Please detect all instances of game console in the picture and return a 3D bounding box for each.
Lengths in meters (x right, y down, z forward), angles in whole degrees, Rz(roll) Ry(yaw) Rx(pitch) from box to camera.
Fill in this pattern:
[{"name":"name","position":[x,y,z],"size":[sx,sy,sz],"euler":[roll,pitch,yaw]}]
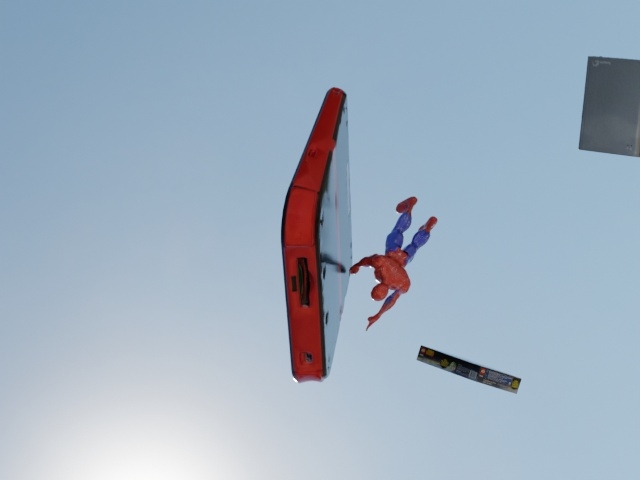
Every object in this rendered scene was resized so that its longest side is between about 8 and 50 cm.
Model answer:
[{"name":"game console","position":[0.000,0.000,2.082],"size":[0.342,0.060,0.386],"euler":[-77,-11,-49]}]

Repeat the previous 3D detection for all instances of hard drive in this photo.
[{"name":"hard drive","position":[0.416,-0.190,1.839],"size":[0.022,0.094,0.135],"euler":[-8,-75,-51]}]

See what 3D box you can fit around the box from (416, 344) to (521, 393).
[{"name":"box","position":[0.225,0.196,1.987],"size":[0.094,0.137,0.027],"euler":[21,-93,-39]}]

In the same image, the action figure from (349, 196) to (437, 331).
[{"name":"action figure","position":[0.111,0.044,2.251],"size":[0.091,0.139,0.280],"euler":[43,-150,-8]}]
